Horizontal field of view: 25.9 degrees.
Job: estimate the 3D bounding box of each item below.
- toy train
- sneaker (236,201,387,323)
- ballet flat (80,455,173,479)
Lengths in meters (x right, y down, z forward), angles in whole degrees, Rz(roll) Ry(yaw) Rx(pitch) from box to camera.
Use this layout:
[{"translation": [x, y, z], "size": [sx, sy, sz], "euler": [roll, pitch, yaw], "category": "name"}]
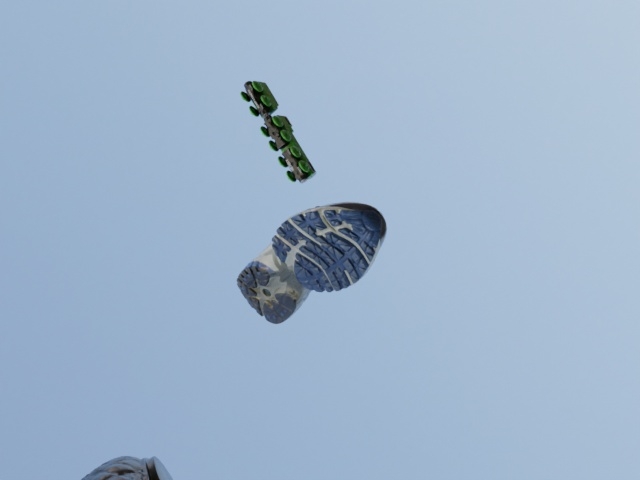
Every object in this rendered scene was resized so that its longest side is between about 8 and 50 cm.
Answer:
[{"translation": [-0.027, -0.073, 0.940], "size": [0.023, 0.017, 0.083], "euler": [0, -124, -60], "category": "toy train"}, {"translation": [0.000, 0.000, 0.808], "size": [0.052, 0.135, 0.058], "euler": [49, -124, -8], "category": "sneaker"}, {"translation": [-0.084, 0.125, 0.554], "size": [0.057, 0.049, 0.173], "euler": [57, -179, -1], "category": "ballet flat"}]
